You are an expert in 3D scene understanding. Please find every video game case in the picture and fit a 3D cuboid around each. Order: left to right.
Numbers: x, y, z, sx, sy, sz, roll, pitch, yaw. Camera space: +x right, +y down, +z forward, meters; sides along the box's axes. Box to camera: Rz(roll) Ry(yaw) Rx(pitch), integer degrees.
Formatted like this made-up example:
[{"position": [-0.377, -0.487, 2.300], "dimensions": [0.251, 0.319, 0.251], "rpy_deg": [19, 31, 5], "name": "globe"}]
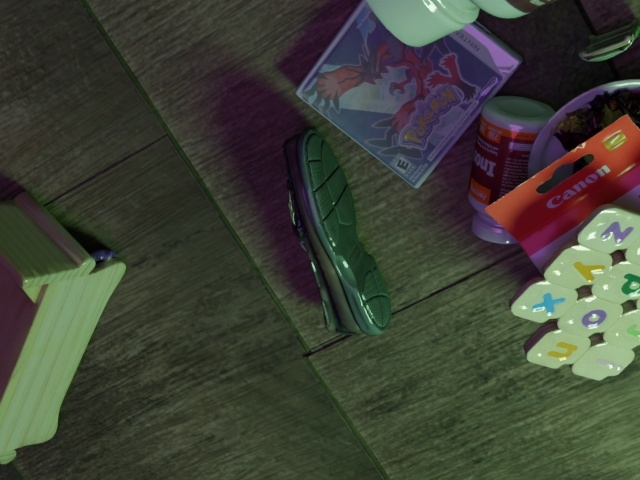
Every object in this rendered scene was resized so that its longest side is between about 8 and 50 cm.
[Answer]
[{"position": [0.097, -0.185, 1.604], "dimensions": [0.183, 0.023, 0.201], "rpy_deg": [38, 120, -1], "name": "video game case"}]

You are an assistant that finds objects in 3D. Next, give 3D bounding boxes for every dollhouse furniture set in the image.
[{"position": [0.350, -0.202, 1.480], "dimensions": [0.152, 0.076, 0.058], "rpy_deg": [-19, 106, 24], "name": "dollhouse furniture set"}]

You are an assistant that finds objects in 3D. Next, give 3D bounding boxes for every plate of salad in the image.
[{"position": [0.322, -0.083, 1.524], "dimensions": [0.200, 0.048, 0.200], "rpy_deg": [-4, 130, -4], "name": "plate of salad"}]

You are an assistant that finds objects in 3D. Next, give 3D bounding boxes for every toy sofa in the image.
[{"position": [-0.413, 0.122, 1.867], "dimensions": [0.150, 0.177, 0.362], "rpy_deg": [42, 123, 25], "name": "toy sofa"}]

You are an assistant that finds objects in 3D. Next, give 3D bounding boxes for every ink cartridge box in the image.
[{"position": [0.306, -0.016, 1.508], "dimensions": [0.181, 0.056, 0.225], "rpy_deg": [-35, 139, 17], "name": "ink cartridge box"}]

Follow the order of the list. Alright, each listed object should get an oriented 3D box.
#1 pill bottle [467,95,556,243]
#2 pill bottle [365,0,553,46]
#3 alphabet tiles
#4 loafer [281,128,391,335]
[{"position": [0.210, -0.077, 1.579], "dimensions": [0.086, 0.086, 0.152], "rpy_deg": [13, 117, 13], "name": "pill bottle"}, {"position": [0.221, -0.354, 1.371], "dimensions": [0.392, 0.224, 0.224], "rpy_deg": [-24, 104, 26], "name": "pill bottle"}, {"position": [0.350, 0.048, 1.539], "dimensions": [0.278, 0.021, 0.284], "rpy_deg": [16, 127, -32], "name": "alphabet tiles"}, {"position": [0.000, 0.000, 1.686], "dimensions": [0.084, 0.096, 0.267], "rpy_deg": [-11, 112, 29], "name": "loafer"}]
